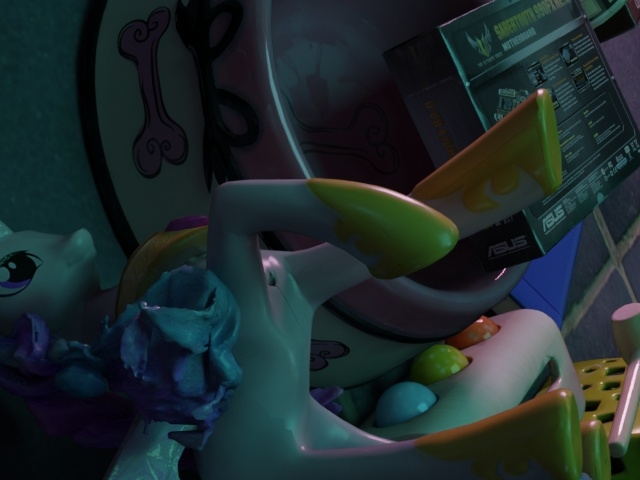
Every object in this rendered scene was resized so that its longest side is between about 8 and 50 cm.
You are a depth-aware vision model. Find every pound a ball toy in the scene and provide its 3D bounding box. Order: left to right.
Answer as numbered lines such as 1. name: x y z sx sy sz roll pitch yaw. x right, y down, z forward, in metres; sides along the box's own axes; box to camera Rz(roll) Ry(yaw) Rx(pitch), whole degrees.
1. pound a ball toy: 0.162 0.134 0.966 0.319 0.208 0.135 -34 102 -57

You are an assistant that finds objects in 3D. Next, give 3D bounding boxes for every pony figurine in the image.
1. pony figurine: -0.038 0.103 0.611 0.303 0.364 0.351 -55 135 -62

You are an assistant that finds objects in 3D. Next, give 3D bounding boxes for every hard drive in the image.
1. hard drive: 0.226 -0.068 1.270 0.210 0.040 0.318 41 51 -28

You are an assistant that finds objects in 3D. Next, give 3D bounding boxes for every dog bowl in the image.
1. dog bowl: 0.024 -0.092 0.886 0.408 0.150 0.408 20 61 -42

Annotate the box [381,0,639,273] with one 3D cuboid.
1. box: 0.163 -0.102 0.885 0.231 0.056 0.183 -35 100 -48

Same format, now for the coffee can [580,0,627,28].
1. coffee can: 0.271 -0.420 1.461 0.275 0.202 0.201 45 39 -35

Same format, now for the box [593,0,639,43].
1. box: 0.350 -0.486 1.684 0.381 0.143 0.191 62 31 -15

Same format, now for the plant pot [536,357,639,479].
1. plant pot: 0.360 0.252 1.205 0.228 0.207 0.227 -38 105 -56
